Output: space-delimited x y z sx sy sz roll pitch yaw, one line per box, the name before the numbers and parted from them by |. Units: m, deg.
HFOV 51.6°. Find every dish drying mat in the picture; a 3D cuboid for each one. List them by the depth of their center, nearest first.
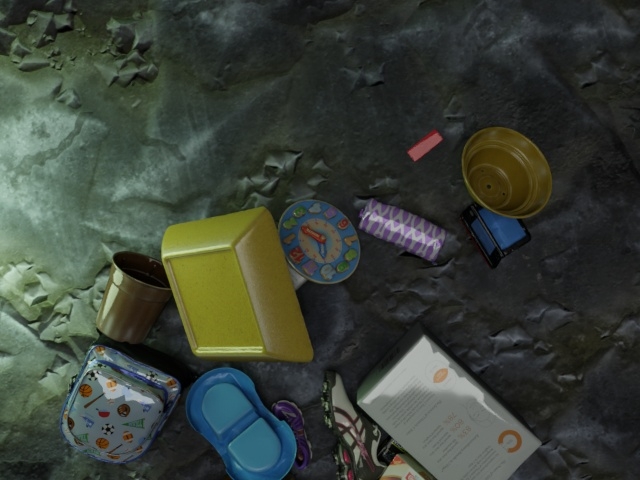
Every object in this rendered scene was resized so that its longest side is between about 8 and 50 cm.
dish drying mat | 0.240 -0.218 1.520 0.083 0.008 0.032 -39 90 6

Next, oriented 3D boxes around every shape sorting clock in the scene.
shape sorting clock | 0.000 0.000 1.480 0.206 0.040 0.206 10 65 -22

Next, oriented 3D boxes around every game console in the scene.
game console | 0.395 -0.028 1.488 0.085 0.124 0.144 -31 92 32

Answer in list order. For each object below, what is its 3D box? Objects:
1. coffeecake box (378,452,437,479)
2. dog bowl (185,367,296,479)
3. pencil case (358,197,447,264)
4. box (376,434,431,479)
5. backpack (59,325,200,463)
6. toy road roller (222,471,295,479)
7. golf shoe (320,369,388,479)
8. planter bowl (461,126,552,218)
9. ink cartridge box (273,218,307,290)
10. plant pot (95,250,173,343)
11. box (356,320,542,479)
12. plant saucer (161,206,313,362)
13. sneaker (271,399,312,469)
coffeecake box | 0.185 0.597 1.480 0.142 0.068 0.185 36 96 33
dog bowl | -0.179 0.430 1.507 0.166 0.074 0.297 -37 67 -18
pencil case | 0.186 -0.025 1.497 0.206 0.088 0.086 26 99 1
box | 0.194 0.575 1.564 0.191 0.045 0.184 37 93 1
backpack | -0.459 0.376 1.517 0.276 0.213 0.263 28 106 -2
toy road roller | -0.200 0.669 1.496 0.329 0.240 0.202 -20 93 5
golf shoe | 0.072 0.427 1.533 0.120 0.105 0.273 -13 87 -6
planter bowl | 0.390 -0.134 1.458 0.217 0.090 0.217 6 68 -15
ink cartridge box | -0.137 0.081 1.522 0.219 0.092 0.160 -42 91 5
plant pot | -0.429 0.136 1.519 0.167 0.167 0.165 28 103 1
box | 0.278 0.384 1.482 0.345 0.168 0.215 43 95 0
plant saucer | -0.201 0.118 1.388 0.333 0.081 0.333 -8 102 41
sneaker | -0.064 0.457 1.557 0.068 0.071 0.170 -24 92 5
